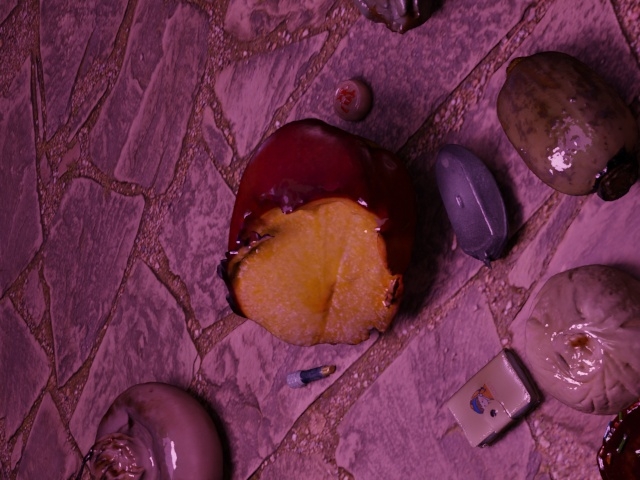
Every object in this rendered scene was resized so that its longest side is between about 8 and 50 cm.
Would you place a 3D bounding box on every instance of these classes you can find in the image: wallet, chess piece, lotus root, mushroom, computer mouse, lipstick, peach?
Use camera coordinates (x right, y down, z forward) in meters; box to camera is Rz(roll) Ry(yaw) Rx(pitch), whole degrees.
[{"bbox_3d":[0.295,0.272,1.672,0.155,0.039,0.110,-50,53,32],"label":"wallet"},{"bbox_3d":[0.062,-0.275,1.929,0.084,0.038,0.083,-5,83,46],"label":"chess piece"},{"bbox_3d":[0.372,-0.191,1.536,0.173,0.173,0.309,-57,46,28],"label":"lotus root"},{"bbox_3d":[-0.389,0.497,2.176,0.362,0.295,0.362,-4,84,44],"label":"mushroom"},{"bbox_3d":[0.270,-0.063,1.691,0.113,0.068,0.228,-32,77,60],"label":"computer mouse"},{"bbox_3d":[-0.017,0.274,1.994,0.116,0.037,0.037,-20,74,39],"label":"lipstick"},{"bbox_3d":[0.000,0.000,1.784,0.339,0.353,0.416,18,97,0],"label":"peach"}]

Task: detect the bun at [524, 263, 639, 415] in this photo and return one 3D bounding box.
[{"bbox_3d":[0.411,0.144,1.482,0.244,0.153,0.243,-8,79,43],"label":"bun"}]

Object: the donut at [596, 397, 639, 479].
[{"bbox_3d":[0.514,0.317,1.382,0.235,0.089,0.235,11,109,34],"label":"donut"}]

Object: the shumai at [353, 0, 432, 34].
[{"bbox_3d":[0.113,-0.501,1.724,0.309,0.304,0.263,34,124,46],"label":"shumai"}]
